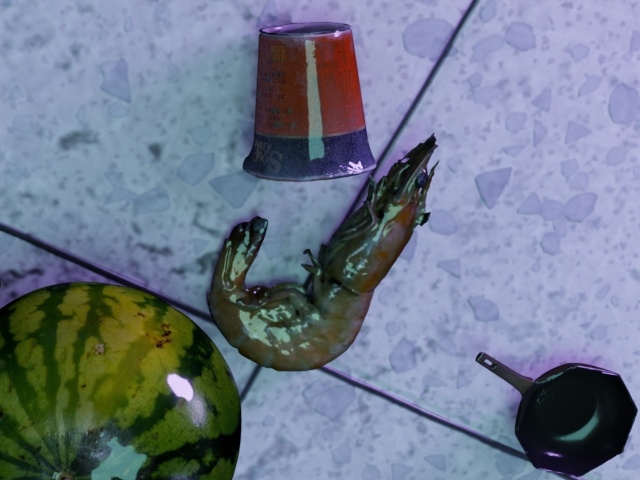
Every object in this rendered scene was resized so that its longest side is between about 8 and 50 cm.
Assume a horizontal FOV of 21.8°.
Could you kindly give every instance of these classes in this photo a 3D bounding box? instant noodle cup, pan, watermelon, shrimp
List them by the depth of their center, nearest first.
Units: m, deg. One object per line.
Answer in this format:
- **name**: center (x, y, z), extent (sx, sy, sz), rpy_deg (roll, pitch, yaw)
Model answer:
- **watermelon**: center (-0.212, 0.179, 1.540), extent (0.285, 0.285, 0.285), rpy_deg (-5, 112, -11)
- **instant noodle cup**: center (-0.011, -0.132, 1.558), extent (0.127, 0.127, 0.135), rpy_deg (-5, 104, -11)
- **shrimp**: center (0.000, 0.000, 1.644), extent (0.169, 0.058, 0.296), rpy_deg (24, 107, -18)
- **pan**: center (0.251, 0.157, 1.765), extent (0.128, 0.048, 0.202), rpy_deg (-31, 116, -1)
